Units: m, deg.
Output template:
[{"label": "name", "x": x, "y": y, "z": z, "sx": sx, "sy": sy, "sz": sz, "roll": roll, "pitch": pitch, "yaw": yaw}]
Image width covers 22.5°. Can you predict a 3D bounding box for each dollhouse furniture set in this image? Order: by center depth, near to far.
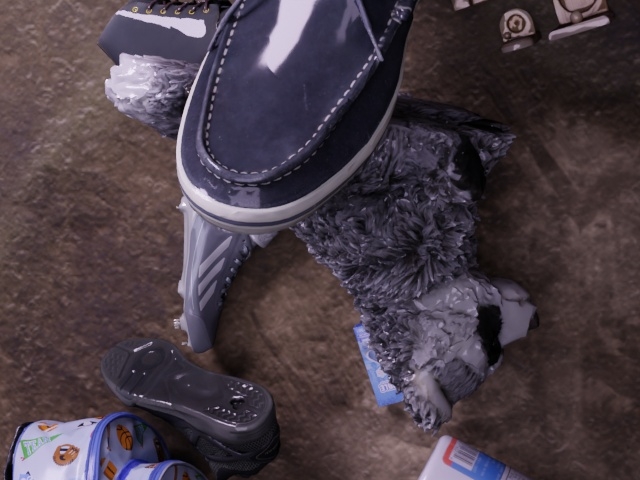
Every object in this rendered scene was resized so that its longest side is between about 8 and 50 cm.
[{"label": "dollhouse furniture set", "x": 0.187, "y": -0.260, "z": 1.524, "sx": 0.144, "sy": 0.123, "sz": 0.151, "roll": -16, "pitch": 97, "yaw": 15}]

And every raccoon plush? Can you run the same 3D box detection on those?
[{"label": "raccoon plush", "x": 0.000, "y": 0.000, "z": 1.580, "sx": 0.446, "sy": 0.216, "sz": 0.299, "roll": 15, "pitch": 105, "yaw": 16}]

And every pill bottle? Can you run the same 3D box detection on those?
[{"label": "pill bottle", "x": 0.195, "y": 0.301, "z": 1.635, "sx": 0.221, "sy": 0.124, "sz": 0.124, "roll": 28, "pitch": 106, "yaw": 7}]

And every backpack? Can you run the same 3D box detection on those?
[{"label": "backpack", "x": -0.224, "y": 0.310, "z": 1.662, "sx": 0.213, "sy": 0.276, "sz": 0.263, "roll": -12, "pitch": 72, "yaw": 8}]

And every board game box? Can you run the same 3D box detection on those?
[{"label": "board game box", "x": 0.090, "y": 0.120, "z": 1.676, "sx": 0.090, "sy": 0.020, "sz": 0.090, "roll": -17, "pitch": 97, "yaw": 15}]

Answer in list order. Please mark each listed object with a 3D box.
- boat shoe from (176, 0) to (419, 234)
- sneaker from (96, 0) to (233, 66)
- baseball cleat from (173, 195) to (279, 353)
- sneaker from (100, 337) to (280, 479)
[{"label": "boat shoe", "x": 0.014, "y": -0.230, "z": 1.418, "sx": 0.186, "sy": 0.156, "sz": 0.500, "roll": 21, "pitch": 66, "yaw": 19}, {"label": "sneaker", "x": -0.125, "y": -0.227, "z": 1.622, "sx": 0.222, "sy": 0.083, "sz": 0.118, "roll": -40, "pitch": 90, "yaw": 18}, {"label": "baseball cleat", "x": -0.097, "y": 0.020, "z": 1.673, "sx": 0.109, "sy": 0.072, "sz": 0.206, "roll": 1, "pitch": 106, "yaw": 4}, {"label": "sneaker", "x": -0.135, "y": 0.185, "z": 1.702, "sx": 0.227, "sy": 0.087, "sz": 0.130, "roll": 18, "pitch": 142, "yaw": 30}]
